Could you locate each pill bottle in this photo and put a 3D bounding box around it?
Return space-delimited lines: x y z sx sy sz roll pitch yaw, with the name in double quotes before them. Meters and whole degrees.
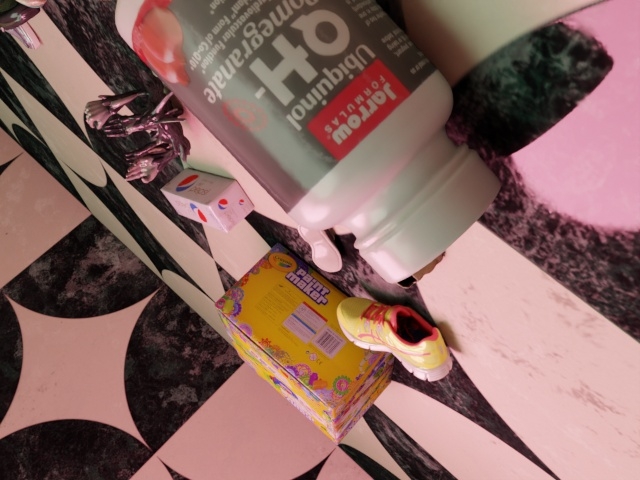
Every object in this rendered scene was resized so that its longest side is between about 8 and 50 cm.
"pill bottle" -0.002 -0.122 0.548 0.318 0.176 0.176 46 161 -3

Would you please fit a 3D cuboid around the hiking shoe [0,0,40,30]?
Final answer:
"hiking shoe" -0.624 -0.484 1.231 0.226 0.086 0.114 34 161 33

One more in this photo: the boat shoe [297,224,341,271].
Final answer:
"boat shoe" 0.000 0.000 0.994 0.046 0.038 0.125 -17 133 21

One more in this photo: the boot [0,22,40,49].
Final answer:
"boot" -0.710 -0.482 1.408 0.190 0.086 0.069 50 160 -13

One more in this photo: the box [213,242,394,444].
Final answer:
"box" -0.023 0.206 1.242 0.290 0.177 0.279 37 159 20

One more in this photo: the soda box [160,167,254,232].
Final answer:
"soda box" -0.219 -0.080 1.227 0.216 0.074 0.069 19 147 51

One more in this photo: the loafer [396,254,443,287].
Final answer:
"loafer" 0.103 0.032 0.829 0.056 0.050 0.148 46 161 0

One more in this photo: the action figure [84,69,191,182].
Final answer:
"action figure" -0.309 -0.184 1.111 0.164 0.140 0.275 61 160 -9

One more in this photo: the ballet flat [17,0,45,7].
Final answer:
"ballet flat" -0.557 -0.480 1.153 0.168 0.057 0.052 40 150 15

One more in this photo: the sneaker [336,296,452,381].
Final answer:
"sneaker" 0.109 0.126 0.982 0.208 0.081 0.094 23 144 35
